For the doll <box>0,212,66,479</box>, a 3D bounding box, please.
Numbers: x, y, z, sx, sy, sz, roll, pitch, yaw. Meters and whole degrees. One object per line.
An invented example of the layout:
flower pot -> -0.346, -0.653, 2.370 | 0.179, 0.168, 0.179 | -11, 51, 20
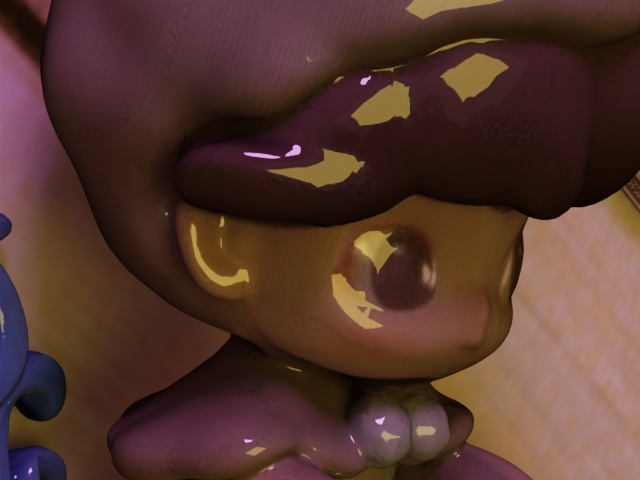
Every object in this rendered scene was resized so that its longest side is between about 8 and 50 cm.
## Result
doll -> -0.130, 0.090, 0.634 | 0.110, 0.067, 0.206 | 12, 78, -47

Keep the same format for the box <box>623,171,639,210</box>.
box -> 0.138, -0.109, 0.836 | 0.198, 0.029, 0.109 | 46, 68, -34

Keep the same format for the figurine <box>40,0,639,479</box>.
figurine -> 0.000, 0.001, 0.646 | 0.248, 0.203, 0.381 | 1, 106, -51
